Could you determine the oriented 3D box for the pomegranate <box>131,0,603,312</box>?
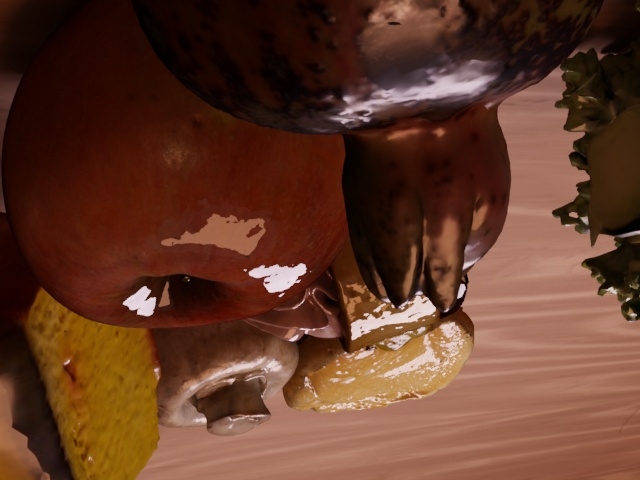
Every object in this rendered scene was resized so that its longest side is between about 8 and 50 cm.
[{"bbox_3d":[0.035,-0.124,0.988,0.285,0.341,0.285,-11,-168,2],"label":"pomegranate"}]

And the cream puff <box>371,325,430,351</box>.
[{"bbox_3d":[0.064,0.035,1.666,0.156,0.121,0.156,-23,157,-10],"label":"cream puff"}]

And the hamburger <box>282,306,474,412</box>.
[{"bbox_3d":[0.055,0.102,1.828,0.213,0.108,0.214,-19,157,-8],"label":"hamburger"}]

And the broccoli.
[{"bbox_3d":[0.326,-0.092,1.416,0.338,0.277,0.317,-33,162,13],"label":"broccoli"}]

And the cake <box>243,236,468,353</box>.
[{"bbox_3d":[0.000,0.000,1.442,0.178,0.185,0.208,-18,170,-15],"label":"cake"}]

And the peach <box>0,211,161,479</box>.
[{"bbox_3d":[-0.289,0.113,1.380,0.380,0.242,0.306,-23,119,34],"label":"peach"}]

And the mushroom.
[{"bbox_3d":[-0.102,0.124,1.722,0.166,0.127,0.166,-12,152,-7],"label":"mushroom"}]

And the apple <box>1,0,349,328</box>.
[{"bbox_3d":[-0.093,-0.063,1.199,0.253,0.253,0.253,-18,158,-8],"label":"apple"}]
